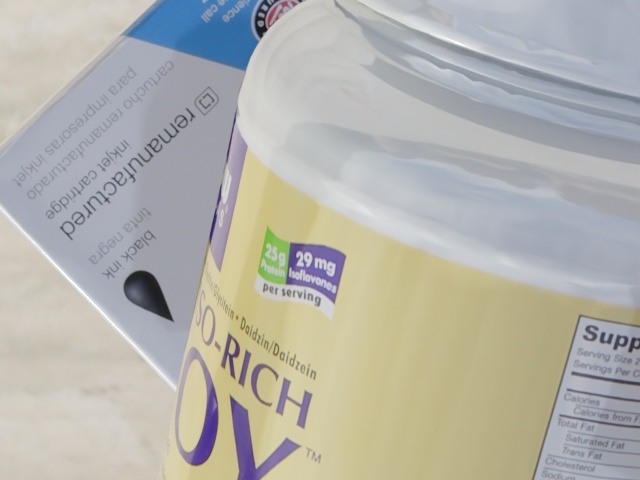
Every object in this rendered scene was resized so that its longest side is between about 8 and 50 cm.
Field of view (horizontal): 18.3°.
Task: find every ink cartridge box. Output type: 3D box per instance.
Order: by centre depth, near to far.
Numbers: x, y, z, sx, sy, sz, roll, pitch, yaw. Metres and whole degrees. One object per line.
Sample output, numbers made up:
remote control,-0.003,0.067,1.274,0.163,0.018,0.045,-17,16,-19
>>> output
ink cartridge box,0.000,0.000,1.365,0.395,0.285,0.166,47,177,-9

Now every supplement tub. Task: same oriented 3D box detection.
supplement tub,0.069,0.041,0.770,0.241,0.241,0.331,14,110,2
